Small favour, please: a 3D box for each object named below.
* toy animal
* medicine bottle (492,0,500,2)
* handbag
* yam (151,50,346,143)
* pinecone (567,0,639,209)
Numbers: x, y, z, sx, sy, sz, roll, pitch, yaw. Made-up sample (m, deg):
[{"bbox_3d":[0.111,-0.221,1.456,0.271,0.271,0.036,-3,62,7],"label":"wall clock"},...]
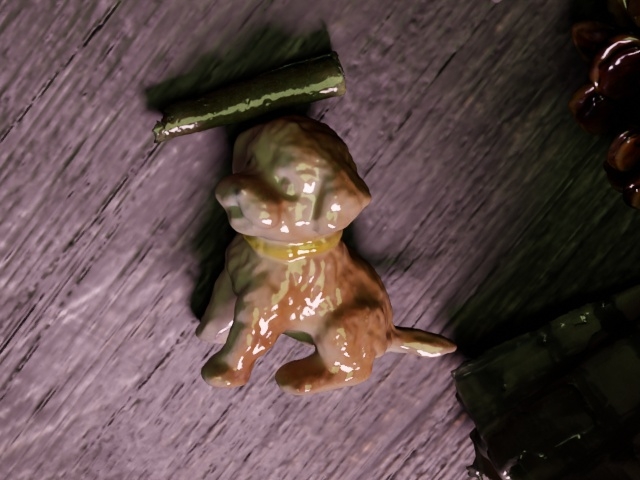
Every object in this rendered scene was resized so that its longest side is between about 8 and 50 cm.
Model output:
[{"bbox_3d":[0.013,0.002,1.308,0.184,0.104,0.185,-1,115,-16],"label":"toy animal"},{"bbox_3d":[0.171,-0.232,1.244,0.199,0.057,0.057,-39,124,5],"label":"medicine bottle"},{"bbox_3d":[0.287,0.144,1.344,0.327,0.325,0.162,-21,120,-7],"label":"handbag"},{"bbox_3d":[-0.048,-0.093,1.272,0.129,0.027,0.033,-15,133,-7],"label":"yam"},{"bbox_3d":[0.280,-0.086,1.280,0.221,0.221,0.221,-8,122,-13],"label":"pinecone"}]
